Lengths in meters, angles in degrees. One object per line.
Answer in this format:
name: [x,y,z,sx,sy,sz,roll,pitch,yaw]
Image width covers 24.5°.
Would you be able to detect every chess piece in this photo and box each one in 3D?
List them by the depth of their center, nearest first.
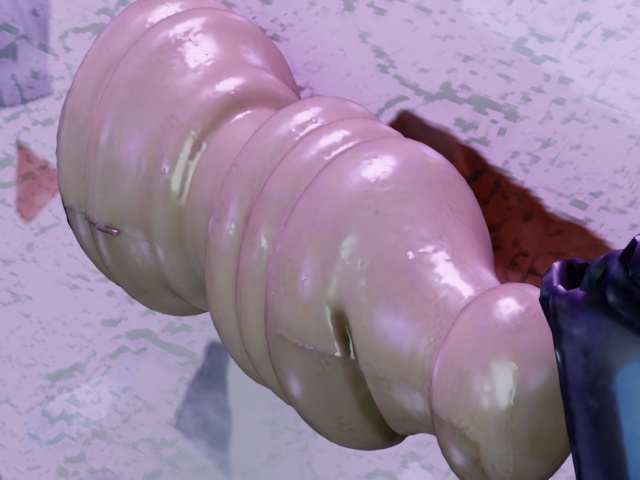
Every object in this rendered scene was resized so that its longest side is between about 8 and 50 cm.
chess piece: [0.000,0.000,0.595,0.139,0.124,0.307,-54,36,-3]

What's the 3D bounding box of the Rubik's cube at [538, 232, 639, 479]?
Rubik's cube: [0.263,0.128,0.472,0.310,0.307,0.305,-8,87,21]
